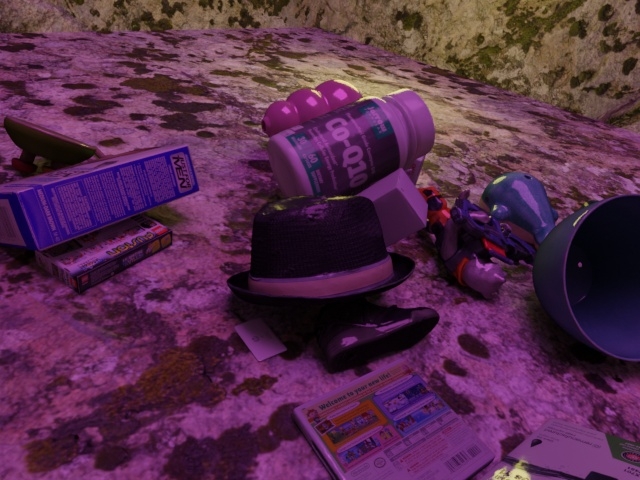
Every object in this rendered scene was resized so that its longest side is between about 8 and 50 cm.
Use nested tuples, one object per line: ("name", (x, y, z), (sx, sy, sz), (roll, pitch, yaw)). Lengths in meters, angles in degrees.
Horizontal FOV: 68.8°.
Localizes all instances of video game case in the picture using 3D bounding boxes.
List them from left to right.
("video game case", (0.099, 0.268, 0.641), (0.212, 0.023, 0.193), (-14, 41, -33))

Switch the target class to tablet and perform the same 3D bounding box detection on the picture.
("tablet", (-0.098, 0.159, 0.758), (0.054, 0.006, 0.083), (-15, 41, -35))

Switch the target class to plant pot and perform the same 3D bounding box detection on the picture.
("plant pot", (0.532, 0.066, 0.903), (0.289, 0.291, 0.195), (6, -3, -10))

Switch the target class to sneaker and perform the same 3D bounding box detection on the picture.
("sneaker", (0.089, 0.128, 0.792), (0.227, 0.087, 0.130), (-11, 45, -23))

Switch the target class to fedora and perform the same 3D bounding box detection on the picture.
("fedora", (0.000, 0.000, 0.804), (0.333, 0.153, 0.334), (-5, 10, 1))

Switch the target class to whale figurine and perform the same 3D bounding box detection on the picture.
("whale figurine", (0.538, -0.079, 1.207), (0.216, 0.141, 0.272), (0, 35, -19))

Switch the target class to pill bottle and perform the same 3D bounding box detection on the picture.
("pill bottle", (0.074, -0.215, 1.105), (0.360, 0.204, 0.204), (-27, 45, -15))

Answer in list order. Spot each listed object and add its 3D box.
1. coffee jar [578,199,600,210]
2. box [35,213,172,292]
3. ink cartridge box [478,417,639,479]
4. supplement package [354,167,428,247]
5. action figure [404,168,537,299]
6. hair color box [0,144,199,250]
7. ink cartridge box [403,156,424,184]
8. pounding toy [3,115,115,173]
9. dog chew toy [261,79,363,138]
("coffee jar", (0.744, -0.026, 1.237), (0.078, 0.096, 0.184), (11, 32, 3))
("box", (-0.390, 0.011, 0.859), (0.114, 0.036, 0.207), (26, 35, 21))
("ink cartridge box", (0.287, 0.304, 0.532), (0.208, 0.087, 0.153), (-16, 9, -36))
("supplement package", (0.118, -0.049, 0.970), (0.105, 0.179, 0.105), (51, 30, -15))
("action figure", (0.336, 0.000, 1.062), (0.341, 0.178, 0.330), (27, 31, -30))
("hair color box", (-0.426, -0.094, 0.890), (0.185, 0.110, 0.338), (4, 22, 35))
("ink cartridge box", (0.194, -0.210, 1.306), (0.176, 0.128, 0.127), (21, 33, 11))
("pounding toy", (-0.595, -0.184, 1.057), (0.182, 0.110, 0.236), (24, 3, 37))
("dog chew toy", (-0.024, -0.378, 1.441), (0.331, 0.207, 0.207), (-17, 42, -25))
